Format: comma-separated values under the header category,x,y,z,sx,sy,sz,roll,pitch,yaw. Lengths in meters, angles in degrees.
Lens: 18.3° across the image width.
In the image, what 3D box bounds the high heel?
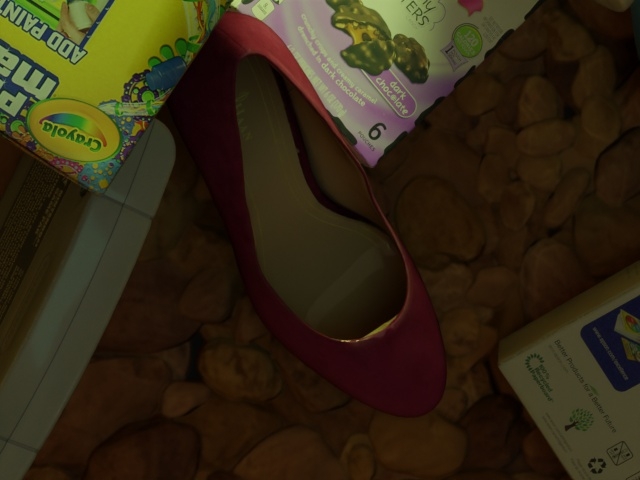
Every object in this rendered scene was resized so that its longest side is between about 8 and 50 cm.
category,x,y,z,sx,sy,sz,roll,pitch,yaw
high heel,0.000,0.000,1.441,0.127,0.181,0.377,-41,111,-8

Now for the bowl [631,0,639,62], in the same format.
category,x,y,z,sx,sy,sz,roll,pitch,yaw
bowl,0.428,-0.215,1.580,0.391,0.077,0.391,-7,105,-26

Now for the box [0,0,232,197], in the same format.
category,x,y,z,sx,sy,sz,roll,pitch,yaw
box,-0.165,-0.206,1.284,0.177,0.290,0.279,34,87,-22

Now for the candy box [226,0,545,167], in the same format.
category,x,y,z,sx,sy,sz,roll,pitch,yaw
candy box,0.047,-0.182,1.481,0.196,0.070,0.165,-44,111,-7

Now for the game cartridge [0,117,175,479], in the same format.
category,x,y,z,sx,sy,sz,roll,pitch,yaw
game cartridge,-0.198,0.037,1.371,0.060,0.196,0.294,26,92,-21

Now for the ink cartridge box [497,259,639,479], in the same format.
category,x,y,z,sx,sy,sz,roll,pitch,yaw
ink cartridge box,0.320,0.073,1.557,0.333,0.065,0.165,-30,102,15

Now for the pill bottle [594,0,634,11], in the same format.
category,x,y,z,sx,sy,sz,roll,pitch,yaw
pill bottle,0.274,-0.368,1.372,0.229,0.229,0.407,39,93,-22
